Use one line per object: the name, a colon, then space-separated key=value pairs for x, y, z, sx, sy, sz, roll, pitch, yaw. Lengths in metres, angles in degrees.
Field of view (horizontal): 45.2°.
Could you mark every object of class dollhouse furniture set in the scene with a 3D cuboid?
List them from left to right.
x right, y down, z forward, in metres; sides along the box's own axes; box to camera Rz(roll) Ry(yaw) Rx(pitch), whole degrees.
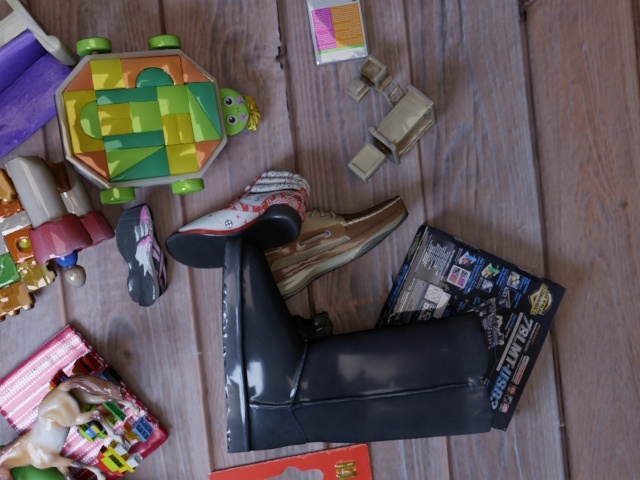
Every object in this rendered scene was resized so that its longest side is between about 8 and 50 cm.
dollhouse furniture set: x=0.090 y=-0.211 z=1.397 sx=0.161 sy=0.101 sz=0.182 roll=42 pitch=87 yaw=18

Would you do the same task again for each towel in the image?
towel: x=-0.429 y=0.311 z=1.369 sx=0.199 sy=0.031 sz=0.275 roll=-40 pitch=95 yaw=-4

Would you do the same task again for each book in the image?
book: x=0.027 y=-0.396 z=1.395 sx=0.096 sy=0.035 sz=0.144 roll=-9 pitch=93 yaw=-3

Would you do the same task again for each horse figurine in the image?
horse figurine: x=-0.400 y=0.304 z=1.217 sx=0.174 sy=0.066 sz=0.263 roll=28 pitch=105 yaw=-9

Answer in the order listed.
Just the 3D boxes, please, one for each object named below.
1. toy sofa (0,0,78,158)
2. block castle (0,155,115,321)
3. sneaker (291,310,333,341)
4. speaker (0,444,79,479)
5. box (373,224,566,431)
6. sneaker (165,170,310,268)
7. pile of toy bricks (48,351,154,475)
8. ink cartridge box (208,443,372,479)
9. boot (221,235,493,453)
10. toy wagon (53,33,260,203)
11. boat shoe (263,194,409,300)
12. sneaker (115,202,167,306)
toy sofa: x=-0.572 y=-0.222 z=1.273 sx=0.362 sy=0.150 sz=0.177 roll=-39 pitch=95 yaw=-4
block castle: x=-0.568 y=0.045 z=1.207 sx=0.453 sy=0.303 sz=0.213 roll=-24 pitch=95 yaw=-4
sneaker: x=0.012 y=0.216 z=1.387 sx=0.227 sy=0.087 sz=0.130 roll=39 pitch=94 yaw=-1
speaker: x=-0.436 y=0.461 z=1.296 sx=0.296 sy=0.131 sz=0.131 roll=29 pitch=89 yaw=-4
box: x=0.262 y=0.161 z=1.422 sx=0.293 sy=0.073 sz=0.296 roll=23 pitch=89 yaw=-8
sneaker: x=-0.140 y=-0.040 z=1.363 sx=0.270 sy=0.145 sz=0.090 roll=-14 pitch=126 yaw=27
pile of toy bricks: x=-0.391 y=0.300 z=1.319 sx=0.105 sy=0.118 sz=0.212 roll=-27 pitch=110 yaw=27
ink cartridge box: x=-0.026 y=0.593 z=1.397 sx=0.307 sy=0.091 sz=0.385 roll=-9 pitch=94 yaw=-6
boot: x=0.062 y=0.163 z=1.275 sx=0.444 sy=0.146 sz=0.367 roll=-2 pitch=102 yaw=-7
toy wagon: x=-0.260 y=-0.210 z=1.290 sx=0.344 sy=0.068 sz=0.268 roll=-9 pitch=90 yaw=-22
boat shoe: x=0.000 y=0.000 z=1.364 sx=0.323 sy=0.122 sz=0.120 roll=-30 pitch=90 yaw=-5
sneaker: x=-0.307 y=0.021 z=1.350 sx=0.071 sy=0.077 sz=0.178 roll=3 pitch=102 yaw=17
